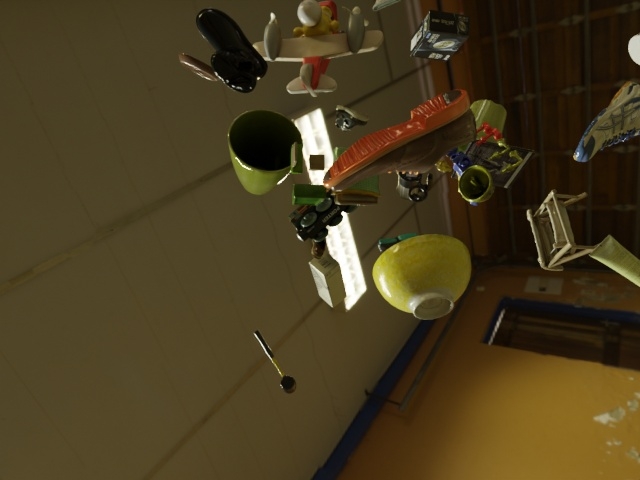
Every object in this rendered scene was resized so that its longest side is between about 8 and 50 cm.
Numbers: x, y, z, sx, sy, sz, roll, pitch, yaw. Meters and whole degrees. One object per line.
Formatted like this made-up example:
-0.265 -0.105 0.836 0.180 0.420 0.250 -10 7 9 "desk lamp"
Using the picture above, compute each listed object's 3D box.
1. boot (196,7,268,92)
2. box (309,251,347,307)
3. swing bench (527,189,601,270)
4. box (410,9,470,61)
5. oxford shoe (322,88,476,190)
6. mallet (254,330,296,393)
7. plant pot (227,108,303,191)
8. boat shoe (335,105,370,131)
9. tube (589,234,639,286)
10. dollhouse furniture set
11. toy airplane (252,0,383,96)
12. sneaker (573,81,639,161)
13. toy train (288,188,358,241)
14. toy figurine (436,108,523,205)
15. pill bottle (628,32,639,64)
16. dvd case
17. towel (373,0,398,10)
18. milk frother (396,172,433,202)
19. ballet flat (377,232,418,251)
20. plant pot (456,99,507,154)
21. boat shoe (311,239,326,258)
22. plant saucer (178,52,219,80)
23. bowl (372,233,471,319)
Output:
-0.254 -0.516 1.172 0.246 0.094 0.207 43 -155 -18 "boot"
0.038 0.179 1.968 0.094 0.113 0.275 -37 -38 -19 "box"
0.988 -0.037 1.814 0.165 0.254 0.253 4 -117 -12 "swing bench"
0.420 -0.723 1.546 0.148 0.180 0.077 4 -95 -9 "box"
0.178 -0.188 0.976 0.132 0.364 0.130 56 -164 -28 "oxford shoe"
-0.122 0.322 1.153 0.039 0.189 0.062 -30 -34 -15 "mallet"
-0.232 -0.311 1.704 0.275 0.293 0.274 6 -114 -13 "plant pot"
0.100 -0.391 1.422 0.084 0.233 0.079 13 -74 -18 "boat shoe"
1.031 0.090 1.438 0.070 0.240 0.062 -36 -24 -25 "tube"
0.060 -0.216 1.376 0.302 0.151 0.197 1 -95 -8 "dollhouse furniture set"
-0.025 -0.725 1.583 0.386 0.384 0.272 -34 -34 -6 "toy airplane"
0.899 -0.343 1.309 0.296 0.131 0.112 -50 -22 0 "sneaker"
0.015 -0.136 1.850 0.334 0.190 0.142 -43 -56 -3 "toy train"
0.483 -0.201 1.297 0.217 0.191 0.362 41 -161 -35 "toy figurine"
1.118 -0.658 1.371 0.131 0.229 0.131 60 -173 -12 "pill bottle"
0.581 -0.259 1.474 0.164 0.222 0.018 107 170 -49 "dvd case"
0.219 -0.756 1.289 0.023 0.113 0.151 40 -122 -42 "towel"
0.330 -0.184 1.566 0.143 0.129 0.134 -63 -17 -18 "milk frother"
0.374 0.015 2.100 0.203 0.074 0.074 -11 -76 -8 "ballet flat"
0.788 -0.540 2.147 0.276 0.276 0.253 37 -106 -47 "plant pot"
0.000 0.000 1.884 0.064 0.060 0.177 23 -139 -20 "boat shoe"
-0.434 -0.619 1.567 0.169 0.169 0.029 17 -80 -52 "plant saucer"
0.307 0.132 1.253 0.289 0.290 0.156 48 -155 -43 "bowl"
